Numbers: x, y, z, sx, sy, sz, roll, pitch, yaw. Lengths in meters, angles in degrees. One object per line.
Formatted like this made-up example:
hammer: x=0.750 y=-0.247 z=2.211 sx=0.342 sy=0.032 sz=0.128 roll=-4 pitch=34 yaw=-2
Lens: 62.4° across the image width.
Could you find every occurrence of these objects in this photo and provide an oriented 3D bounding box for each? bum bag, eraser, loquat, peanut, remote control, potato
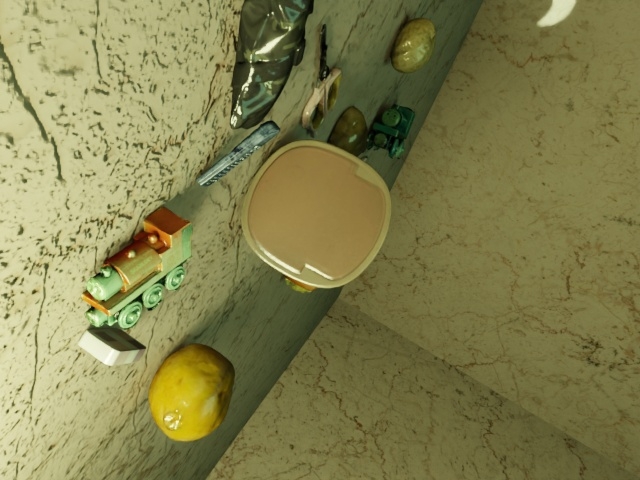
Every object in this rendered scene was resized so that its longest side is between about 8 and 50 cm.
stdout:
bum bag: x=-0.058 y=-0.293 z=0.699 sx=0.144 sy=0.095 sz=0.340 roll=-72 pitch=-176 yaw=-52
eraser: x=-0.313 y=0.160 z=0.803 sx=0.026 sy=0.065 sz=0.105 roll=-61 pitch=169 yaw=-5
loquat: x=-0.277 y=0.326 z=1.151 sx=0.187 sy=0.176 sz=0.234 roll=-64 pitch=180 yaw=25
peanut: x=0.271 y=-0.559 z=1.524 sx=0.159 sy=0.109 sz=0.140 roll=-63 pitch=170 yaw=28
remote control: x=-0.128 y=-0.136 z=0.831 sx=0.152 sy=0.027 sz=0.043 roll=-37 pitch=-173 yaw=9
potato: x=0.088 y=-0.287 z=1.494 sx=0.164 sy=0.081 sz=0.200 roll=-60 pitch=168 yaw=7

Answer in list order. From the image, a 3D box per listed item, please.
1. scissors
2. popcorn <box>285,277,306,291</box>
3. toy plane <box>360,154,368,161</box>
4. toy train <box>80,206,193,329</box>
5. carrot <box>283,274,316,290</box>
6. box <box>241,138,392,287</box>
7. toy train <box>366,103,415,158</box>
scissors: x=0.006 y=-0.331 z=1.102 sx=0.160 sy=0.024 sz=0.317 roll=-57 pitch=170 yaw=-16
popcorn: x=-0.050 y=0.119 z=1.822 sx=0.162 sy=0.135 sz=0.141 roll=106 pitch=10 yaw=-47
toy plane: x=0.056 y=-0.162 z=1.524 sx=0.082 sy=0.160 sz=0.234 roll=-6 pitch=-138 yaw=55
toy train: x=-0.258 y=0.042 z=0.748 sx=0.176 sy=0.074 sz=0.118 roll=-43 pitch=151 yaw=-46
carrot: x=0.000 y=0.000 z=1.623 sx=0.307 sy=0.100 sz=0.258 roll=-63 pitch=-167 yaw=-6
box: x=0.001 y=-0.052 z=1.137 sx=0.301 sy=0.301 sz=0.216 roll=-60 pitch=175 yaw=2
toy train: x=0.261 y=-0.405 z=1.936 sx=0.298 sy=0.120 sz=0.194 roll=-28 pitch=140 yaw=-72
